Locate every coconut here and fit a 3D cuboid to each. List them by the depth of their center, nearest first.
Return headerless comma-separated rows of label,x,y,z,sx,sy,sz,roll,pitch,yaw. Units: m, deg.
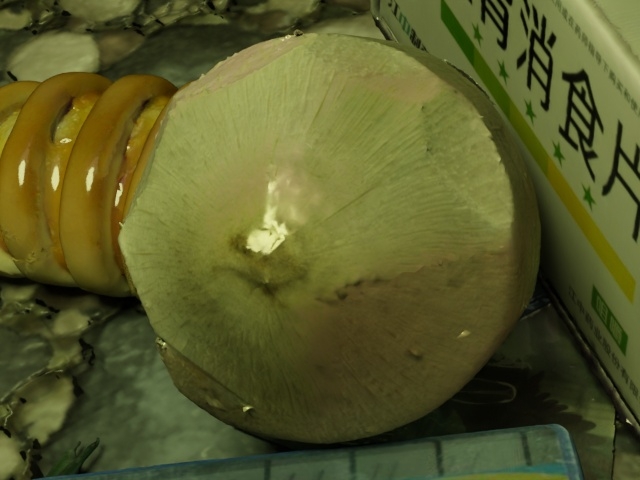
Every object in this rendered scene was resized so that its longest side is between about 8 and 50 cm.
coconut,0.000,0.000,0.628,0.171,0.171,0.183,9,11,19

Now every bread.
bread,-0.107,-0.030,0.765,0.177,0.084,0.119,6,47,21

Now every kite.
kite,0.067,-0.010,0.758,0.169,0.015,0.310,3,48,15

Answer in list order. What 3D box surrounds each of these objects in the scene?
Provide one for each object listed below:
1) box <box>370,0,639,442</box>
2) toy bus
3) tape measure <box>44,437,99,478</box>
box,0.144,-0.083,0.684,0.145,0.173,0.333,-18,50,-11
toy bus,-0.011,0.130,0.602,0.236,0.079,0.094,-6,30,5
tape measure,-0.256,0.128,0.638,0.330,0.084,0.164,-33,54,-18
